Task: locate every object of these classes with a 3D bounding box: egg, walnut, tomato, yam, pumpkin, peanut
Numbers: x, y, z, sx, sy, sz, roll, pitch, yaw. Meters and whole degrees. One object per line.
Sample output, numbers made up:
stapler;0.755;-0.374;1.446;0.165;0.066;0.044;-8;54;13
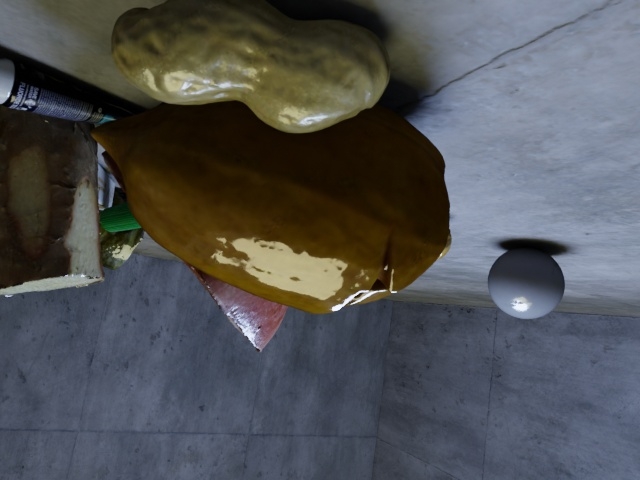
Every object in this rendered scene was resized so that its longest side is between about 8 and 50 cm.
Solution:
egg;0.423;0.088;1.001;0.146;0.147;0.198;4;177;24
walnut;-0.041;-0.046;0.453;0.336;0.209;0.209;16;170;-11
tomato;-0.141;-0.021;0.667;0.338;0.143;0.338;46;164;17
yam;-0.331;-0.054;0.577;0.128;0.239;0.129;-3;177;-24
pumpkin;-0.528;-0.027;1.087;0.148;0.169;0.312;13;170;-42
peanut;-0.043;-0.121;0.330;0.186;0.082;0.082;10;171;-15

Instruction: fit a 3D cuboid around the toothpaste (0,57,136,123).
toothpaste;-0.270;-0.148;0.519;0.071;0.045;0.193;12;-179;41

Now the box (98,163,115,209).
box;-0.457;-0.110;0.838;0.149;0.067;0.233;11;171;-11

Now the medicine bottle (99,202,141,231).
medicine bottle;-0.283;-0.057;0.870;0.260;0.064;0.095;-8;173;21

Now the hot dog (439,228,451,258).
hot dog;0.134;0.017;0.976;0.135;0.100;0.337;10;170;-17
